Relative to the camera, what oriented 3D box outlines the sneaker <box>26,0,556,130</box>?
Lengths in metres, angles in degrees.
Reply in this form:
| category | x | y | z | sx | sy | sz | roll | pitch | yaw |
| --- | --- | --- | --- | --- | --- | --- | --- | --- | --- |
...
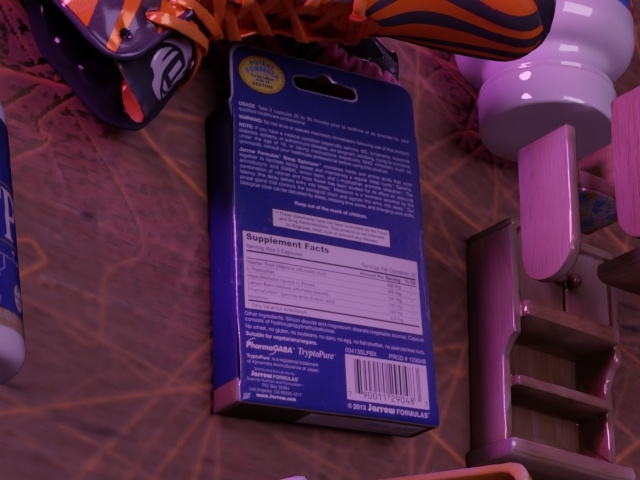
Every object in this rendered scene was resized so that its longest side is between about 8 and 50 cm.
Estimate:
| category | x | y | z | sx | sy | sz | roll | pitch | yaw |
| --- | --- | --- | --- | --- | --- | --- | --- | --- | --- |
| sneaker | -0.037 | -0.128 | 0.914 | 0.321 | 0.124 | 0.180 | 19 | 64 | 5 |

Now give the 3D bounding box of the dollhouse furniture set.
| category | x | y | z | sx | sy | sz | roll | pitch | yaw |
| --- | --- | --- | --- | --- | --- | --- | --- | --- | --- |
| dollhouse furniture set | 0.206 | 0.043 | 0.976 | 0.212 | 0.242 | 0.161 | 18 | 60 | -32 |

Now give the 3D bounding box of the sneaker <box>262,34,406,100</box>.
| category | x | y | z | sx | sy | sz | roll | pitch | yaw |
| --- | --- | --- | --- | --- | --- | --- | --- | --- | --- |
| sneaker | 0.008 | -0.129 | 1.033 | 0.119 | 0.047 | 0.057 | 37 | 45 | -31 |

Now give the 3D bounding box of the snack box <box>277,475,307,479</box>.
| category | x | y | z | sx | sy | sz | roll | pitch | yaw |
| --- | --- | --- | --- | --- | --- | --- | --- | --- | --- |
| snack box | -0.165 | 0.150 | 0.572 | 0.187 | 0.322 | 0.060 | -4 | 76 | -40 |

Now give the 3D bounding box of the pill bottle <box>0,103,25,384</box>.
| category | x | y | z | sx | sy | sz | roll | pitch | yaw |
| --- | --- | --- | --- | --- | --- | --- | --- | --- | --- |
| pill bottle | -0.202 | -0.023 | 0.765 | 0.112 | 0.112 | 0.186 | 6 | 67 | -37 |

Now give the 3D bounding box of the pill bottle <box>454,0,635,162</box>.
| category | x | y | z | sx | sy | sz | roll | pitch | yaw |
| --- | --- | --- | --- | --- | --- | --- | --- | --- | --- |
| pill bottle | 0.153 | -0.169 | 1.111 | 0.124 | 0.124 | 0.221 | 17 | 61 | -33 |

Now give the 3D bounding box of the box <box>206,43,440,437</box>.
| category | x | y | z | sx | sy | sz | roll | pitch | yaw |
| --- | --- | --- | --- | --- | --- | --- | --- | --- | --- |
| box | 0.000 | 0.000 | 0.962 | 0.136 | 0.036 | 0.225 | 11 | 65 | -29 |

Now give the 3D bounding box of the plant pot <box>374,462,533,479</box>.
| category | x | y | z | sx | sy | sz | roll | pitch | yaw |
| --- | --- | --- | --- | --- | --- | --- | --- | --- | --- |
| plant pot | 0.035 | 0.258 | 0.778 | 0.187 | 0.212 | 0.212 | 50 | 46 | -27 |
